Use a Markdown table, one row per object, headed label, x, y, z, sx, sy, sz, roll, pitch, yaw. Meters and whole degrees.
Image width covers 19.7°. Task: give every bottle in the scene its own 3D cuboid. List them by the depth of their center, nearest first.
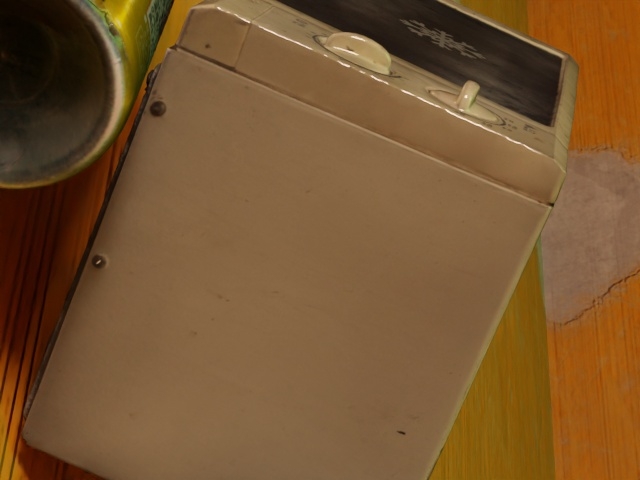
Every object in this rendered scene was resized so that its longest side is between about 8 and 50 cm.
| label | x | y | z | sx | sy | sz | roll | pitch | yaw |
| --- | --- | --- | --- | --- | --- | --- | --- | --- | --- |
| bottle | -0.079 | -0.123 | 0.648 | 0.286 | 0.082 | 0.082 | -79 | 157 | -57 |

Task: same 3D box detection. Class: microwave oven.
| label | x | y | z | sx | sy | sz | roll | pitch | yaw |
| --- | --- | --- | --- | --- | --- | --- | --- | --- | --- |
| microwave oven | 0.000 | 0.000 | 0.698 | 0.194 | 0.145 | 0.240 | -64 | 178 | 16 |
